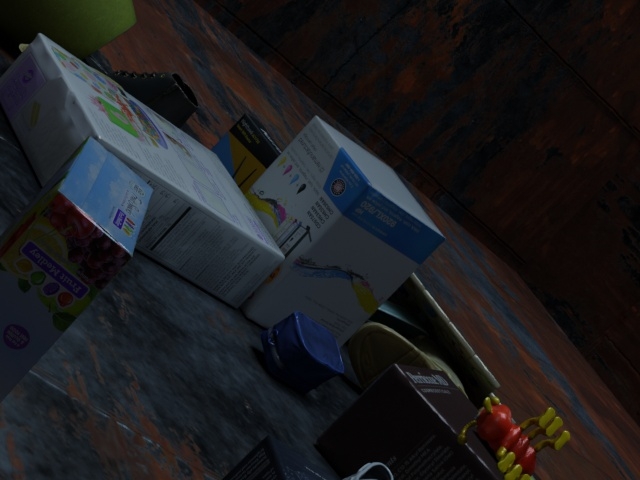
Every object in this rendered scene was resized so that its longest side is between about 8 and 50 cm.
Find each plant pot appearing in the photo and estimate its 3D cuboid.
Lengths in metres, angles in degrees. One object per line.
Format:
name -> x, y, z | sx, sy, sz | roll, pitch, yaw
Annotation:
plant pot -> -0.381, -0.381, 2.016 | 0.294, 0.274, 0.275 | 57, 7, -13

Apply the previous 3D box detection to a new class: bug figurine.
bug figurine -> 0.148, 0.296, 1.476 | 0.072, 0.279, 0.216 | -3, -57, 59

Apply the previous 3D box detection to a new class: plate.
plate -> 0.075, 0.097, 2.202 | 0.188, 0.024, 0.188 | 21, -8, 3

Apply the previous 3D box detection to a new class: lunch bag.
lunch bag -> -0.028, 0.134, 1.777 | 0.098, 0.065, 0.067 | 36, 28, -42

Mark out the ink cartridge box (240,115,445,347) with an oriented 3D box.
ink cartridge box -> 0.000, 0.000, 1.942 | 0.168, 0.233, 0.171 | 32, 16, -42

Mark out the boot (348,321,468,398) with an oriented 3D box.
boot -> 0.122, 0.179, 2.088 | 0.262, 0.095, 0.203 | 42, 11, -21

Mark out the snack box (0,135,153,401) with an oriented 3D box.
snack box -> -0.209, 0.040, 1.030 | 0.070, 0.207, 0.174 | 42, 11, -12

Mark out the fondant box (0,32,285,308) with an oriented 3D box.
fondant box -> -0.217, -0.081, 1.813 | 0.330, 0.096, 0.238 | 36, 13, -43

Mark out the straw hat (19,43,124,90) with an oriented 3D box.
straw hat -> -0.328, -0.192, 1.920 | 0.144, 0.061, 0.144 | 25, 12, -6

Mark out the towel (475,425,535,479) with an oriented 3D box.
towel -> 0.206, 0.238, 1.654 | 0.060, 0.009, 0.083 | 33, 15, -48

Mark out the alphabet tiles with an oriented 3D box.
alphabet tiles -> 0.163, 0.145, 2.235 | 0.342, 0.011, 0.285 | 52, -12, 7

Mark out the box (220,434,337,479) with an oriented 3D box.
box -> -0.002, 0.269, 1.249 | 0.156, 0.093, 0.158 | 38, 13, -31

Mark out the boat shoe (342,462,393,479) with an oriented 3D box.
boat shoe -> 0.043, 0.266, 1.515 | 0.066, 0.063, 0.184 | 46, 10, 8

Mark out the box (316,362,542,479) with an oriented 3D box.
box -> 0.188, 0.319, 1.672 | 0.381, 0.143, 0.191 | 46, 10, 20

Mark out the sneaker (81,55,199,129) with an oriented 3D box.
sneaker -> -0.260, -0.215, 2.115 | 0.222, 0.118, 0.083 | 49, 11, 24

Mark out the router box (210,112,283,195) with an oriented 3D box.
router box -> -0.101, -0.078, 2.144 | 0.046, 0.133, 0.179 | 34, 14, -48
